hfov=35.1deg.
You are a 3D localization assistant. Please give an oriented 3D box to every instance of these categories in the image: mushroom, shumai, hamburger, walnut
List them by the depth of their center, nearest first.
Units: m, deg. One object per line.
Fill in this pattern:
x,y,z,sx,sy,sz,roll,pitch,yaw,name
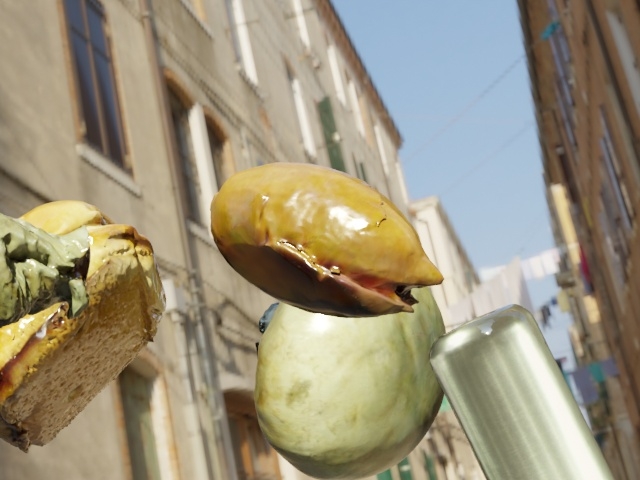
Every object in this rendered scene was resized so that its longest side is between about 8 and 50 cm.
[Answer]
-0.171,0.009,0.587,0.080,0.082,0.083,-31,-37,-41,shumai
0.000,0.000,0.932,0.245,0.137,0.137,20,0,30,walnut
-0.327,0.107,1.240,0.174,0.284,0.305,27,-31,15,hamburger
0.036,0.172,1.460,0.260,0.353,0.352,3,-8,32,mushroom

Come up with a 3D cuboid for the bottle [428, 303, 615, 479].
0.163,0.165,0.676,0.096,0.254,0.079,-28,-8,25,bottle
